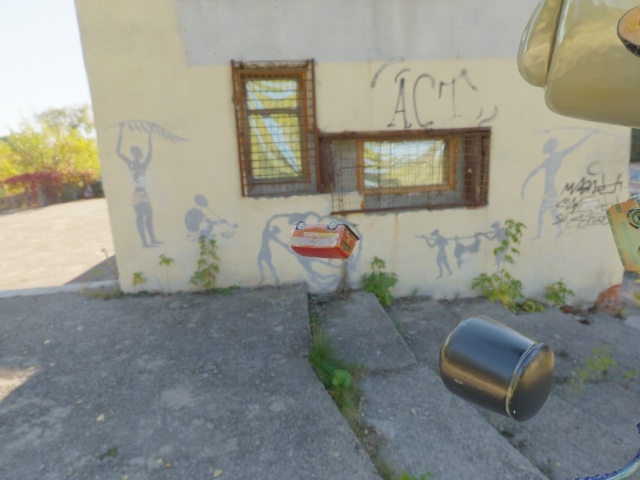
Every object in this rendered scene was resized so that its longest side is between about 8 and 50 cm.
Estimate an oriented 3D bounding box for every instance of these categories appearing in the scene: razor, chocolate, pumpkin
[{"bbox_3d":[0.329,0.330,0.551,0.324,0.093,0.056,-31,51,9],"label":"razor"},{"bbox_3d":[0.481,-0.345,0.606,0.297,0.326,0.314,24,20,20],"label":"chocolate"},{"bbox_3d":[0.339,-0.202,0.402,0.050,0.083,0.028,-30,-35,18],"label":"pumpkin"}]

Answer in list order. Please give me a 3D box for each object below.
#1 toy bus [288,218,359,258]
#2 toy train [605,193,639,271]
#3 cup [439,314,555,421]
[{"bbox_3d":[0.000,0.000,0.956,0.174,0.077,0.079,1,-28,40],"label":"toy bus"},{"bbox_3d":[0.722,-0.011,0.898,0.072,0.188,0.099,-15,-1,-16],"label":"toy train"},{"bbox_3d":[0.356,0.241,0.780,0.223,0.169,0.176,4,5,-36],"label":"cup"}]
